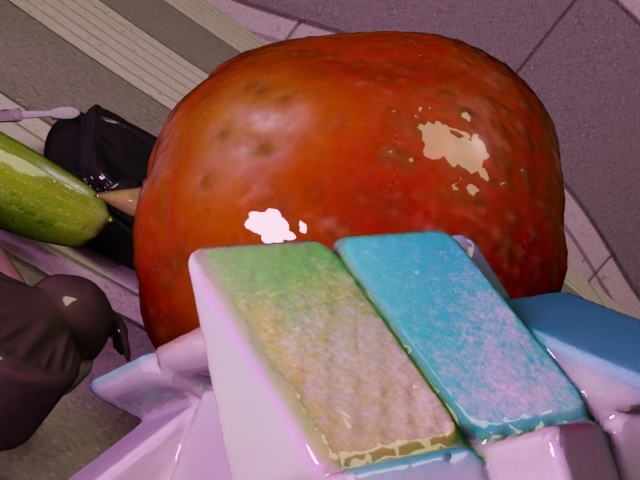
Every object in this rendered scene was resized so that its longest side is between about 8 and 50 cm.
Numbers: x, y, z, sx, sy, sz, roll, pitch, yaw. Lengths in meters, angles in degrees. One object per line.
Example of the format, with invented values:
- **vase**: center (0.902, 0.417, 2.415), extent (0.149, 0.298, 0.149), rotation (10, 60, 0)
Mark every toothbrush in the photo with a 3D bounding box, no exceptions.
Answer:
- **toothbrush**: center (-0.321, -0.125, 1.267), extent (0.194, 0.017, 0.014), rotation (-10, 89, -51)

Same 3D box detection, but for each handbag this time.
- **handbag**: center (-0.164, -0.025, 1.338), extent (0.275, 0.088, 0.244), rotation (33, 18, -25)

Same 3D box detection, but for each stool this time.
- **stool**: center (-0.210, 0.076, 0.797), extent (0.125, 0.121, 0.217), rotation (41, 16, 17)

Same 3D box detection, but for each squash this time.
- **squash**: center (-0.317, -0.075, 1.095), extent (0.292, 0.082, 0.082), rotation (34, 14, -21)

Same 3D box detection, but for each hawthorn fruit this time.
- **hawthorn fruit**: center (0.000, 0.000, 1.097), extent (0.403, 0.403, 0.403), rotation (36, 14, -10)

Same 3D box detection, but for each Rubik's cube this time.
- **Rubik's cube**: center (0.041, 0.172, 0.716), extent (0.387, 0.358, 0.368), rotation (32, 57, -23)

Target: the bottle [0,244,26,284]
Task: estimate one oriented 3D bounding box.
- **bottle**: center (-0.277, 0.010, 0.984), extent (0.053, 0.053, 0.140), rotation (20, 22, -52)
